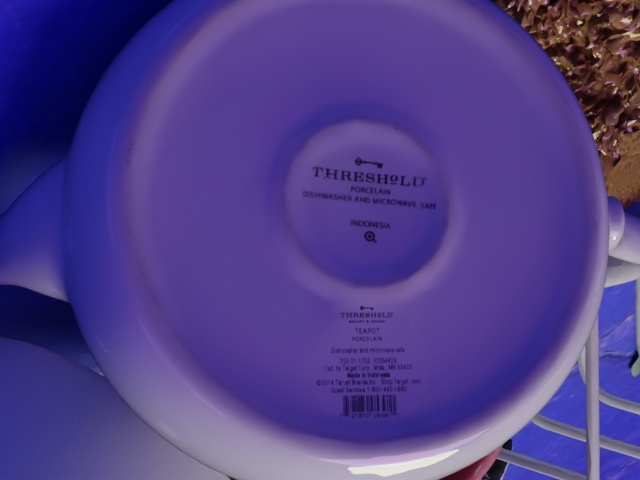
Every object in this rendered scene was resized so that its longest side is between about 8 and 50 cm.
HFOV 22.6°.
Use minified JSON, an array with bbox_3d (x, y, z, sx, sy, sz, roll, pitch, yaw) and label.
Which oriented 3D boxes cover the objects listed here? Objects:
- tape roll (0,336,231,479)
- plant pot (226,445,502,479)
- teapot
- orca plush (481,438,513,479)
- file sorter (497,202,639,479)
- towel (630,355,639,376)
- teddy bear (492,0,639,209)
[{"bbox_3d":[-0.141,0.187,0.802,0.100,0.286,0.286,-46,168,-40],"label":"tape roll"},{"bbox_3d":[-0.028,0.090,0.898,0.201,0.180,0.201,-28,155,-14],"label":"plant pot"},{"bbox_3d":[0.000,0.000,0.732,0.252,0.256,0.187,-46,-177,-17],"label":"teapot"},{"bbox_3d":[0.024,0.223,1.315,0.102,0.151,0.287,21,145,-38],"label":"orca plush"},{"bbox_3d":[0.188,0.051,1.003,0.278,0.193,0.173,-13,106,-39],"label":"file sorter"},{"bbox_3d":[0.449,0.017,1.536,0.325,0.038,0.248,-27,154,-9],"label":"towel"},{"bbox_3d":[0.163,-0.160,0.784,0.245,0.113,0.338,-30,149,-22],"label":"teddy bear"}]
